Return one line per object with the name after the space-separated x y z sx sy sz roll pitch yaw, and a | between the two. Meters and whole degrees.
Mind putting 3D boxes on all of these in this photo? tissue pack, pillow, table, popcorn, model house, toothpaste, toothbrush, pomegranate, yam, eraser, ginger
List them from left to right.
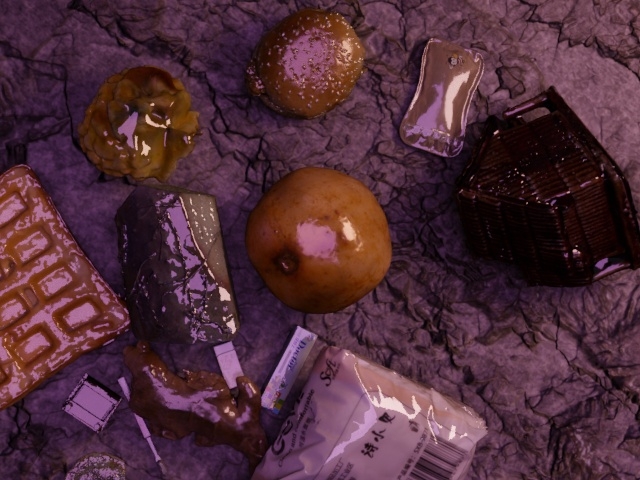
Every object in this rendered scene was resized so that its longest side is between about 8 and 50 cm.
-0.397 0.284 1.608 0.083 0.082 0.070 36 82 -5 | table
-0.308 -0.196 1.600 0.189 0.169 0.218 28 65 -14 | popcorn
-0.316 0.332 1.652 0.014 0.017 0.194 -25 89 -15 | toothbrush
-0.247 0.037 1.584 0.202 0.202 0.271 -5 89 -2 | yam
-0.212 0.293 1.635 0.333 0.080 0.166 28 103 -3 | ginger
-0.165 0.225 1.680 0.038 0.019 0.083 -18 90 -8 | eraser
-0.065 0.235 1.689 0.046 0.034 0.164 29 83 -10 | toothpaste
0.000 0.000 1.609 0.261 0.260 0.260 0 87 -9 | pomegranate
0.080 0.403 1.619 0.390 0.195 0.375 31 87 -15 | tissue pack
0.234 -0.270 1.759 0.130 0.033 0.217 18 85 -7 | pillow
0.391 -0.058 1.711 0.283 0.297 0.317 -28 130 0 | model house

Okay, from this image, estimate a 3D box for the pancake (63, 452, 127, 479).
-0.395 0.438 1.631 0.116 0.022 0.129 17 85 -6 | pancake

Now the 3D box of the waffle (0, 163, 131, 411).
-0.531 0.083 1.599 0.304 0.077 0.348 -35 93 -10 | waffle

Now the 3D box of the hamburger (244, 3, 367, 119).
-0.030 -0.314 1.675 0.215 0.122 0.189 -38 96 -7 | hamburger
